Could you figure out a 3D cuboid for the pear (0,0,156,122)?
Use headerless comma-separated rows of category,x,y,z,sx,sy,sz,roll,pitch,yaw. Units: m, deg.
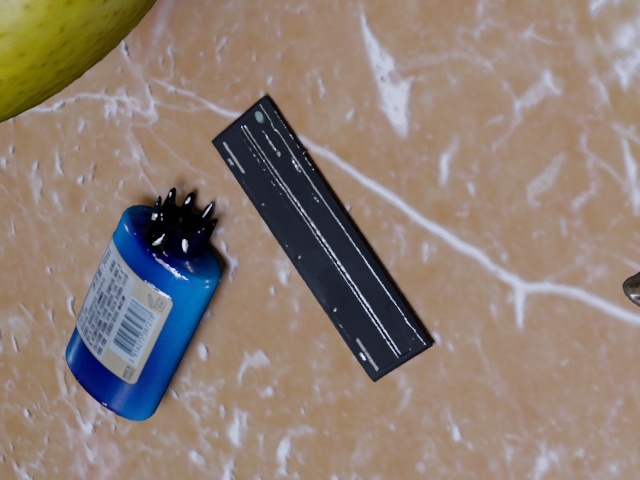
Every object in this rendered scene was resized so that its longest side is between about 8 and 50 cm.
pear,-0.220,-0.260,0.912,0.362,0.362,0.418,20,92,28

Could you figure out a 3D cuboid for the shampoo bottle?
shampoo bottle,-0.124,0.042,1.161,0.087,0.050,0.183,41,128,18

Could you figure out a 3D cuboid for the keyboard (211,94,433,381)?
keyboard,0.000,0.000,1.080,0.063,0.010,0.198,-36,86,41

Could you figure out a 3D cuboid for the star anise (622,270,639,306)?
star anise,0.289,0.050,0.844,0.220,0.099,0.214,45,142,6
